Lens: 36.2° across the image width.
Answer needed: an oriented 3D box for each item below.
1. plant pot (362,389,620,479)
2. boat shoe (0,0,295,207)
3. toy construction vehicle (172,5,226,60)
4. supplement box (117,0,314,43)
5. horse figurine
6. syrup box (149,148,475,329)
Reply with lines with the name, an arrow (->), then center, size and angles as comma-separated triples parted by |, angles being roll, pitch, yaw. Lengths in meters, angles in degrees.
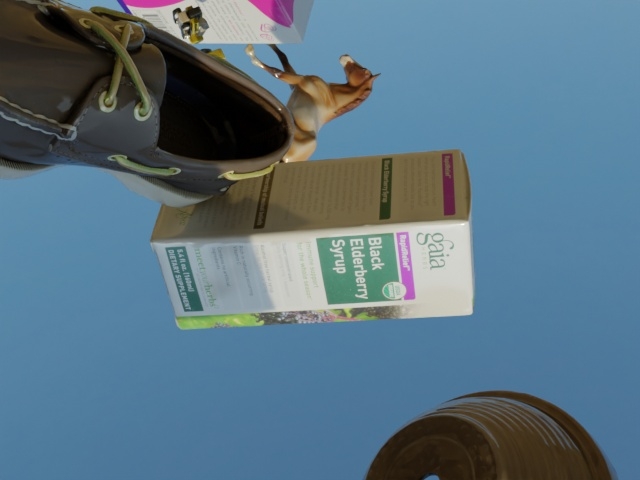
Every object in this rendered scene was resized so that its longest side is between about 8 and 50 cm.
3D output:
plant pot -> 0.108, 0.213, 0.772 | 0.237, 0.110, 0.237 | -24, -136, 25
boat shoe -> -0.131, -0.092, 0.608 | 0.097, 0.324, 0.116 | -16, -106, 25
toy construction vehicle -> -0.121, -0.204, 1.038 | 0.035, 0.098, 0.086 | -27, -97, -9
supplement box -> -0.126, -0.317, 1.205 | 0.220, 0.111, 0.114 | 6, -114, 22
horse figurine -> -0.047, -0.167, 1.275 | 0.174, 0.066, 0.263 | 34, -123, -12
syrup box -> 0.000, 0.000, 0.765 | 0.237, 0.093, 0.096 | -3, -141, 9
